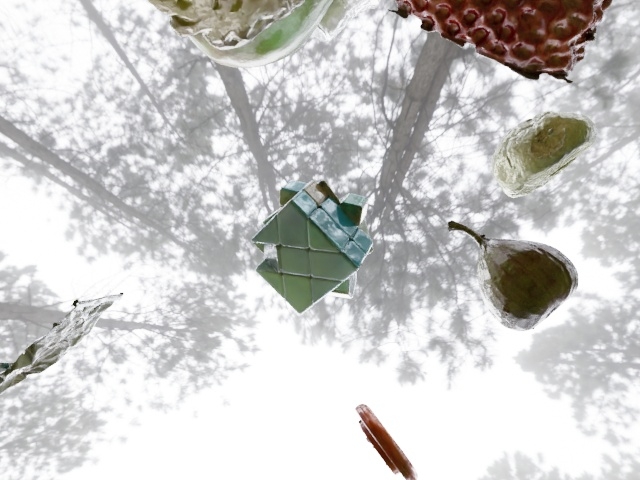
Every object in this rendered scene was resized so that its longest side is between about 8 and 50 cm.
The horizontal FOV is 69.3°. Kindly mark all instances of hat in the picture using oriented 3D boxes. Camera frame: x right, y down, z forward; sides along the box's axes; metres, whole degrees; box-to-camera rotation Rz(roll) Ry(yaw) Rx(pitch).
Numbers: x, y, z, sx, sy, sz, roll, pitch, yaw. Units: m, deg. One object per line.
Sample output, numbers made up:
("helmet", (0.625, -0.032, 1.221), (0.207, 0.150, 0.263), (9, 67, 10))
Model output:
("hat", (0.007, -0.490, 0.941), (0.203, 0.203, 0.126), (37, -84, 8))

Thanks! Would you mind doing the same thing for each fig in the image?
("fig", (0.432, 0.053, 1.110), (0.217, 0.217, 0.321), (-40, -109, -9))

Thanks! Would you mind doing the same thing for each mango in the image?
("mango", (-0.075, -0.447, 0.786), (0.382, 0.225, 0.201), (-32, -143, 24))

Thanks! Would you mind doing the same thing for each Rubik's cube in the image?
("Rubik's cube", (0.000, 0.000, 0.945), (0.265, 0.213, 0.224), (47, -59, -5))

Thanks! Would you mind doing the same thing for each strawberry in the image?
("strawberry", (0.272, -0.374, 0.639), (0.280, 0.150, 0.253), (31, -121, 13))

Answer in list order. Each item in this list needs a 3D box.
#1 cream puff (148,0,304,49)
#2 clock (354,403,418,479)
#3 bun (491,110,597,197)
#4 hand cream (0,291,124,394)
("cream puff", (-0.121, -0.372, 0.588), (0.244, 0.244, 0.196), (-33, -86, -8))
("clock", (0.145, 0.466, 1.061), (0.051, 0.205, 0.205), (-37, -100, -7))
("bun", (0.465, -0.197, 0.982), (0.220, 0.220, 0.134), (-32, -106, -8))
("hand cream", (-0.358, 0.138, 0.575), (0.257, 0.084, 0.050), (-30, -99, 13))
